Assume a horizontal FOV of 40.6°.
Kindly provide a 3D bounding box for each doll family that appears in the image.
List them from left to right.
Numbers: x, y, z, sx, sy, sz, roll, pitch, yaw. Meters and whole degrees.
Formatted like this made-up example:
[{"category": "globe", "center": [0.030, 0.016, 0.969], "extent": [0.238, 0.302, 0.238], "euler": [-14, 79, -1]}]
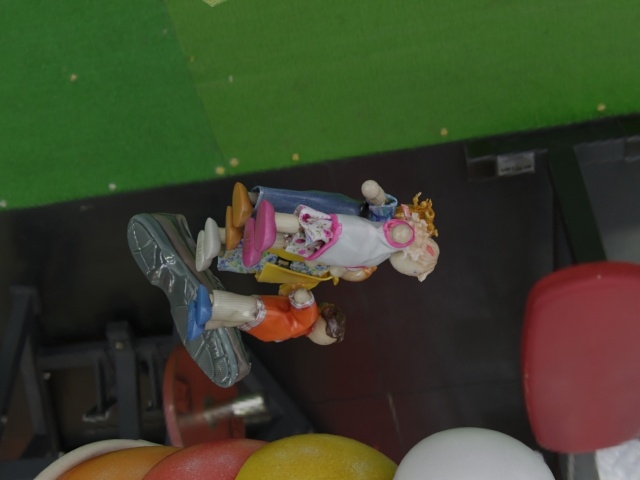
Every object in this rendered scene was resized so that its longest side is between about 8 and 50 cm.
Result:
[{"category": "doll family", "center": [0.000, 0.000, 0.684], "extent": [0.163, 0.119, 0.263], "euler": [6, 156, -21]}]

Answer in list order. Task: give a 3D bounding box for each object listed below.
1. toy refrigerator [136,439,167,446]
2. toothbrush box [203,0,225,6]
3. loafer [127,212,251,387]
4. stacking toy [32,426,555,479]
[{"category": "toy refrigerator", "center": [-0.325, 0.399, 1.376], "extent": [0.102, 0.269, 0.094], "euler": [8, 97, 22]}, {"category": "toothbrush box", "center": [-0.072, -0.314, 0.673], "extent": [0.206, 0.122, 0.283], "euler": [-22, 173, 16]}, {"category": "loafer", "center": [-0.155, 0.064, 1.127], "extent": [0.084, 0.268, 0.096], "euler": [-17, 152, -40]}, {"category": "stacking toy", "center": [-0.014, 0.281, 0.727], "extent": [0.479, 0.351, 0.350], "euler": [-28, 130, 29]}]
